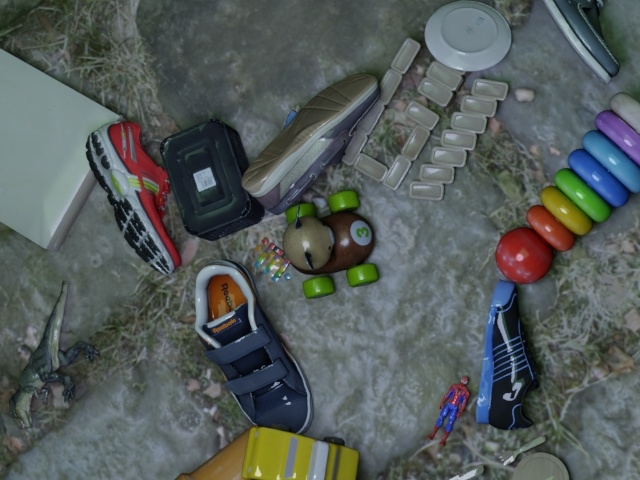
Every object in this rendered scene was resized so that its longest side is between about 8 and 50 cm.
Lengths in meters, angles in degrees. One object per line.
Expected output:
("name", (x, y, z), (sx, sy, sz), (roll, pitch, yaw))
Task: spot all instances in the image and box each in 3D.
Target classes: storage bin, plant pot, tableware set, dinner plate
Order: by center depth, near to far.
("tableware set", (0.295, 0.400, 1.765), (0.194, 0.039, 0.128), (-27, 66, 4))
("plant pot", (-0.118, 0.403, 1.800), (0.205, 0.205, 0.188), (38, 79, 16))
("dinner plate", (0.241, -0.337, 1.850), (0.141, 0.017, 0.141), (1, 63, -1))
("storage bin", (-0.183, -0.101, 1.924), (0.122, 0.084, 0.180), (-21, 78, 11))

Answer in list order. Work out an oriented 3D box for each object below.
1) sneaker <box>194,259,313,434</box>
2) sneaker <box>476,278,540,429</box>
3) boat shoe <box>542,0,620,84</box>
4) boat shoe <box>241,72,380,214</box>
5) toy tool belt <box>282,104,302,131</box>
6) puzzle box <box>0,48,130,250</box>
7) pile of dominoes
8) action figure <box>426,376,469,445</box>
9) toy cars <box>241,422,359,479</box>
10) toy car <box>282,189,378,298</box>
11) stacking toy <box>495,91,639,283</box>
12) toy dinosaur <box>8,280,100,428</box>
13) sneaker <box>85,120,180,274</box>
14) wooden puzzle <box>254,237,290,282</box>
("sneaker", (-0.122, 0.180, 1.855), (0.126, 0.127, 0.321), (-29, 79, 8))
("sneaker", (0.300, 0.179, 1.772), (0.091, 0.081, 0.232), (7, 92, 12))
("boat shoe", (0.397, -0.395, 1.794), (0.099, 0.116, 0.319), (-31, 72, 13))
("boat shoe", (-0.004, -0.158, 1.857), (0.285, 0.092, 0.103), (-45, 33, -13))
("toy tool belt", (-0.044, -0.184, 1.914), (0.052, 0.051, 0.083), (16, 88, 16))
("puzzle box", (-0.576, -0.194, 2.054), (0.409, 0.052, 0.272), (30, 92, 16))
("pile of dominoes", (0.174, -0.195, 1.880), (0.196, 0.040, 0.251), (33, 100, 15))
("action figure", (0.208, 0.269, 1.808), (0.038, 0.030, 0.115), (25, 88, 21))
("toy cars", (0.041, 0.424, 1.722), (0.176, 0.087, 0.393), (-36, 93, -28))
("toy car", (0.000, 0.000, 1.810), (0.149, 0.188, 0.155), (-16, 80, 12))
("stacking toy", (0.397, -0.067, 1.757), (0.330, 0.141, 0.141), (-46, 75, 12))
("toy dinosaur", (-0.458, 0.211, 1.972), (0.118, 0.064, 0.268), (20, 85, 23))
("sneaker", (-0.294, -0.080, 1.944), (0.118, 0.107, 0.279), (-25, 91, -29))
("wooden puzzle", (-0.080, 0.036, 1.921), (0.083, 0.006, 0.049), (38, 93, 16))
